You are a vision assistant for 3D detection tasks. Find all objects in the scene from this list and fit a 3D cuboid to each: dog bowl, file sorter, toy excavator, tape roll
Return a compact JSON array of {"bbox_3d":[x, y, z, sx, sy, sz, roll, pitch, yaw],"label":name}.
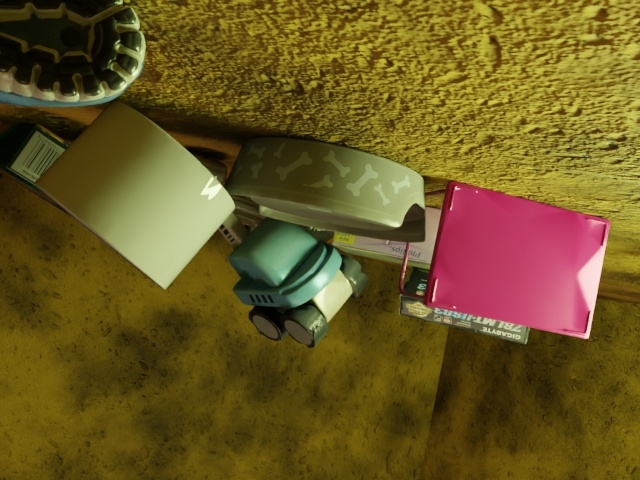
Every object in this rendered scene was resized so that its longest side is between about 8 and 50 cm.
[{"bbox_3d":[0.012,-0.080,1.123,0.349,0.102,0.349,11,176,1],"label":"dog bowl"},{"bbox_3d":[0.305,0.034,1.181,0.291,0.202,0.182,12,177,-12],"label":"file sorter"},{"bbox_3d":[-0.164,0.014,1.656,0.433,0.222,0.445,-3,127,53],"label":"toy excavator"},{"bbox_3d":[-0.275,-0.065,1.025,0.246,0.169,0.246,37,167,10],"label":"tape roll"}]

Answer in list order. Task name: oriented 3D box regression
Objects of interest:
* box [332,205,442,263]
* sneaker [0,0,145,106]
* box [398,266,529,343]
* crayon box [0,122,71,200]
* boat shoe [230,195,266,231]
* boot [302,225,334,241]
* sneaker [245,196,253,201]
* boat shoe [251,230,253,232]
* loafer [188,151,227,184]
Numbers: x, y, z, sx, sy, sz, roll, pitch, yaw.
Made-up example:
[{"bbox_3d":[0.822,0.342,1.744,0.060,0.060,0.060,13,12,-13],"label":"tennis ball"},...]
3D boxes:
[{"bbox_3d":[0.155,-0.016,1.511,0.214,0.117,0.243,11,177,11],"label":"box"},{"bbox_3d":[-0.321,-0.173,0.587,0.330,0.129,0.147,12,174,-12],"label":"sneaker"},{"bbox_3d":[0.367,0.097,1.619,0.296,0.073,0.293,11,-142,18],"label":"box"},{"bbox_3d":[-0.494,-0.098,1.412,0.363,0.106,0.313,38,166,-34],"label":"crayon box"},{"bbox_3d":[-0.224,-0.069,1.964,0.303,0.103,0.113,11,176,16],"label":"boat shoe"},{"bbox_3d":[0.000,0.000,1.873,0.247,0.161,0.083,13,176,-21],"label":"boot"},{"bbox_3d":[-0.092,-0.094,1.385,0.132,0.086,0.229,15,176,-17],"label":"sneaker"},{"bbox_3d":[-0.276,-0.073,2.119,0.336,0.095,0.112,13,176,-22],"label":"boat shoe"},{"bbox_3d":[-0.287,-0.119,1.374,0.112,0.111,0.320,14,176,-34],"label":"loafer"}]
